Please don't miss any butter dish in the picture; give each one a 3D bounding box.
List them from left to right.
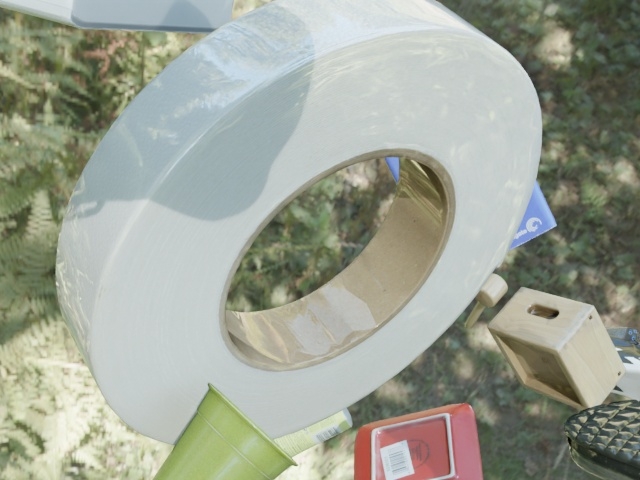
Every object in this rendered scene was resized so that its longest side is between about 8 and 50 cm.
[{"bbox_3d":[0.129,0.301,1.079,0.159,0.118,0.160,-15,33,13],"label":"butter dish"}]

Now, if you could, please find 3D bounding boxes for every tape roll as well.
[{"bbox_3d":[0.000,0.000,0.660,0.392,0.392,0.072,-18,47,-28],"label":"tape roll"}]

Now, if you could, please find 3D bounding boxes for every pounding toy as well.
[{"bbox_3d":[0.285,0.108,1.169,0.094,0.181,0.206,-45,120,-19],"label":"pounding toy"}]

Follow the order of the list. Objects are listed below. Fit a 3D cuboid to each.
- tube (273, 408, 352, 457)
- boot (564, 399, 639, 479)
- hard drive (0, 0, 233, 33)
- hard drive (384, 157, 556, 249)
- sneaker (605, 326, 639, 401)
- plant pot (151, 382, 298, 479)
[{"bbox_3d":[-0.071,0.303,1.310,0.240,0.062,0.070,-28,70,3],"label":"tube"},{"bbox_3d":[0.228,0.184,0.436,0.083,0.161,0.246,-15,17,-35],"label":"boot"},{"bbox_3d":[-0.288,-0.249,0.789,0.353,0.047,0.233,18,18,20],"label":"hard drive"},{"bbox_3d":[0.234,-0.118,1.454,0.210,0.040,0.319,-27,100,2],"label":"hard drive"},{"bbox_3d":[0.493,0.187,1.319,0.216,0.079,0.121,17,40,29],"label":"sneaker"},{"bbox_3d":[-0.071,0.154,0.588,0.083,0.083,0.079,40,80,13],"label":"plant pot"}]
